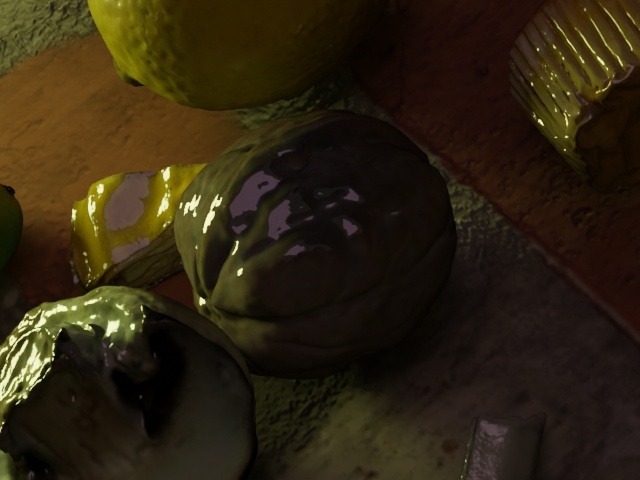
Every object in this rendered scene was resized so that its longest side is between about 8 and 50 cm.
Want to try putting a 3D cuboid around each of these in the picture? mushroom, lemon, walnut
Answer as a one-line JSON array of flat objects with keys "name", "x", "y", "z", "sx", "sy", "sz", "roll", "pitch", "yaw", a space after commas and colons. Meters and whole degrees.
[{"name": "mushroom", "x": -0.171, "y": 0.139, "z": 1.518, "sx": 0.267, "sy": 0.189, "sz": 0.164, "roll": -53, "pitch": 26, "yaw": 16}, {"name": "lemon", "x": -0.064, "y": -0.235, "z": 1.653, "sx": 0.267, "sy": 0.267, "sz": 0.267, "roll": -6, "pitch": 61, "yaw": 11}, {"name": "walnut", "x": 0.000, "y": 0.000, "z": 1.540, "sx": 0.224, "sy": 0.224, "sz": 0.224, "roll": -6, "pitch": 61, "yaw": 11}]

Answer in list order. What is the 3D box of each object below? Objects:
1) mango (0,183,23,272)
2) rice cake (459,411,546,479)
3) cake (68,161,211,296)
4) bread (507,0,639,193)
[{"name": "mango", "x": -0.343, "y": 0.000, "z": 1.686, "sx": 0.191, "sy": 0.085, "sz": 0.122, "roll": -11, "pitch": 63, "yaw": 7}, {"name": "rice cake", "x": 0.114, "y": 0.240, "z": 1.459, "sx": 0.057, "sy": 0.052, "sz": 0.256, "roll": 8, "pitch": 64, "yaw": 15}, {"name": "cake", "x": -0.127, "y": -0.003, "z": 1.640, "sx": 0.185, "sy": 0.080, "sz": 0.116, "roll": 2, "pitch": 60, "yaw": 10}, {"name": "bread", "x": 0.274, "y": -0.152, "z": 1.563, "sx": 0.250, "sy": 0.179, "sz": 0.133, "roll": -28, "pitch": 54, "yaw": -2}]
